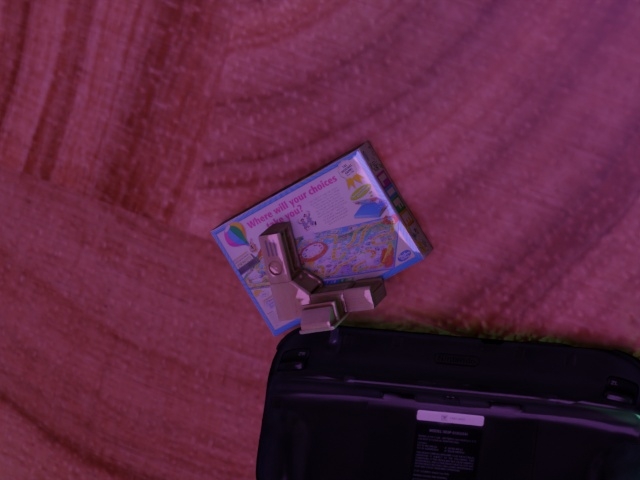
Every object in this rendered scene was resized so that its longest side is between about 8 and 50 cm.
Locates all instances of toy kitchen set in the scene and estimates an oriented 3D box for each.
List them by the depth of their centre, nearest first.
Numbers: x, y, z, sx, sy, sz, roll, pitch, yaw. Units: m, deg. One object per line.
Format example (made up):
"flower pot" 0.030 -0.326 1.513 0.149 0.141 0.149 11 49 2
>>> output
"toy kitchen set" -0.004 0.027 1.549 0.083 0.068 0.075 -8 105 23

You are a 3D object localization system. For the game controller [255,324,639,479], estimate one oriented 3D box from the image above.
"game controller" 0.104 0.157 1.554 0.319 0.067 0.166 5 85 17

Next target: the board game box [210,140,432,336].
"board game box" 0.000 0.000 1.593 0.154 0.026 0.103 -28 97 27
